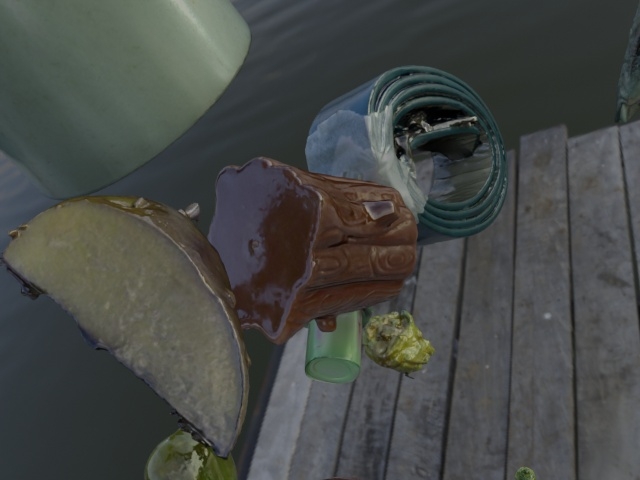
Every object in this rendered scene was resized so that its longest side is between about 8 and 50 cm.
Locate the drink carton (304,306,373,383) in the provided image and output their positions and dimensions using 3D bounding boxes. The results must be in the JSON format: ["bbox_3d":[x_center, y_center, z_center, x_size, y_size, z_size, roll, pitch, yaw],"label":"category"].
[{"bbox_3d":[0.030,0.203,1.277,0.144,0.146,0.142,9,50,-7],"label":"drink carton"}]

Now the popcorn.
[{"bbox_3d":[0.184,0.250,1.500,0.174,0.173,0.142,3,53,44],"label":"popcorn"}]

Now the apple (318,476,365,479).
[{"bbox_3d":[0.033,0.623,1.263,0.306,0.235,0.305,-3,72,10],"label":"apple"}]

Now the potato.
[{"bbox_3d":[-0.079,0.028,0.358,0.172,0.100,0.089,35,90,18],"label":"potato"}]

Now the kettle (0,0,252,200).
[{"bbox_3d":[-0.290,-0.261,0.536,0.250,0.376,0.361,-47,38,-12],"label":"kettle"}]

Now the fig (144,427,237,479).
[{"bbox_3d":[-0.239,0.468,1.208,0.167,0.233,0.167,-18,4,1],"label":"fig"}]

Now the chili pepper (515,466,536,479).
[{"bbox_3d":[0.418,0.473,1.179,0.043,0.208,0.049,13,69,58],"label":"chili pepper"}]

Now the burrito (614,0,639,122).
[{"bbox_3d":[0.590,-0.355,1.137,0.066,0.309,0.096,4,34,4],"label":"burrito"}]

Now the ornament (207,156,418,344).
[{"bbox_3d":[0.000,0.000,0.816,0.221,0.218,0.235,-41,63,36],"label":"ornament"}]

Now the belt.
[{"bbox_3d":[0.170,-0.138,1.110,0.437,0.300,0.173,-12,-4,-44],"label":"belt"}]
